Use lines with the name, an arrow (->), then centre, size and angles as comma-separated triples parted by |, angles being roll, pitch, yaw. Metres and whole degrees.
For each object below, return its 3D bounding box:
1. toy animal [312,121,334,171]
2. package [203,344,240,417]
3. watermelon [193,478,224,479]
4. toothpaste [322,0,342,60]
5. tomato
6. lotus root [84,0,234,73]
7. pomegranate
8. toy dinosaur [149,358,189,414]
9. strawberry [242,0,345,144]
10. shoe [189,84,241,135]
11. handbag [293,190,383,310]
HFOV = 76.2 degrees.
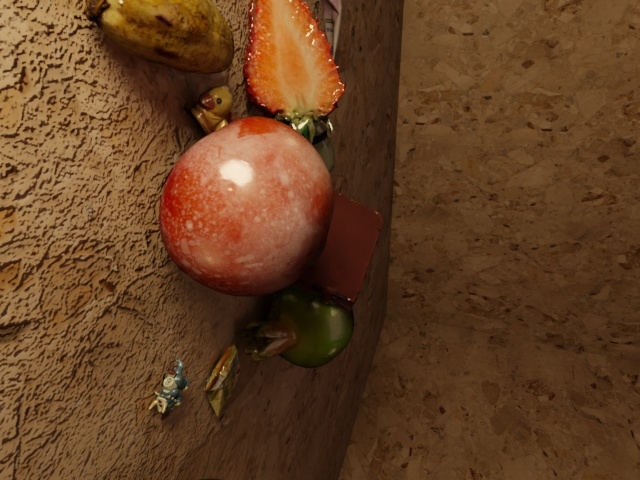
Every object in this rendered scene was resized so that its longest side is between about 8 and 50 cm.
toy animal -> -0.034, -0.230, 0.952 | 0.225, 0.121, 0.094 | 71, 32, -53
package -> -0.195, 0.284, 0.828 | 0.108, 0.031, 0.121 | -62, 159, -46
watermelon -> -0.172, 0.511, 0.588 | 0.279, 0.279, 0.359 | -55, 143, -56
toothpaste -> 0.028, -0.556, 1.128 | 0.075, 0.048, 0.301 | -104, -168, -47
tomato -> -0.096, -0.040, 0.614 | 0.270, 0.227, 0.270 | -57, 175, -8
lotus root -> -0.177, -0.275, 0.520 | 0.258, 0.097, 0.110 | -44, 136, -69
pomegranate -> -0.053, 0.200, 0.964 | 0.302, 0.236, 0.236 | -17, 115, -58
toy dinosaur -> -0.240, 0.237, 0.657 | 0.047, 0.030, 0.083 | 81, 24, -50
strawberry -> -0.063, -0.324, 0.780 | 0.106, 0.188, 0.286 | -147, -140, -66
shoe -> -0.163, -0.196, 0.646 | 0.069, 0.072, 0.109 | -37, 144, -9
handbag -> 0.001, -0.001, 0.948 | 0.275, 0.260, 0.084 | -65, -175, -37
